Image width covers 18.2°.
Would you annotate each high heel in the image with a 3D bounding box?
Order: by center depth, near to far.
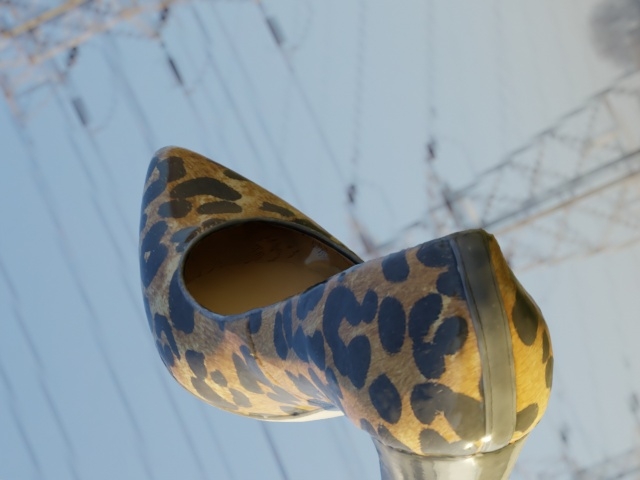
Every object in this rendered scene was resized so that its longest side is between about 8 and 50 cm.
[{"bbox_3d":[0.000,0.000,0.730,0.261,0.093,0.186,55,152,37],"label":"high heel"}]
